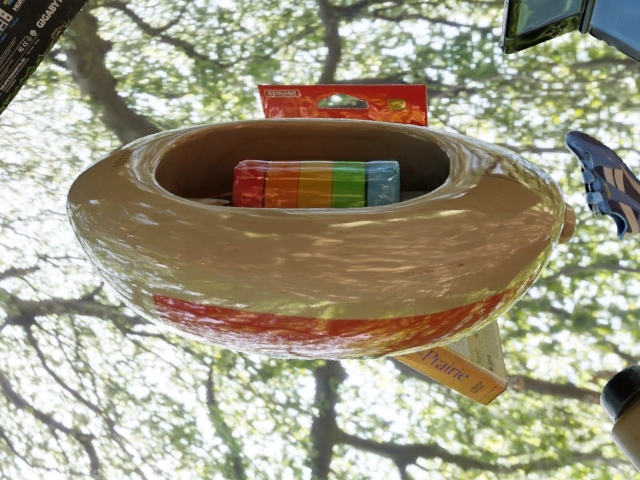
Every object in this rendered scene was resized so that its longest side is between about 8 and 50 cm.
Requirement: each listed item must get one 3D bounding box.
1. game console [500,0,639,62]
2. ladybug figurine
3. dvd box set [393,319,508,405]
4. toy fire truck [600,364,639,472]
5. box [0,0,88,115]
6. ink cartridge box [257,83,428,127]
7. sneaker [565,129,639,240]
[{"bbox_3d":[0.226,-0.190,0.775,0.124,0.144,0.085,-21,-114,-2],"label":"game console"},{"bbox_3d":[0.000,0.000,0.838,0.449,0.305,0.162,3,-62,7],"label":"ladybug figurine"},{"bbox_3d":[0.088,0.039,1.387,0.420,0.308,0.062,29,-58,-19],"label":"dvd box set"},{"bbox_3d":[0.405,0.168,0.802,0.217,0.158,0.246,-46,-54,9],"label":"toy fire truck"},{"bbox_3d":[-0.448,-0.270,1.023,0.293,0.073,0.295,35,-58,-23],"label":"box"},{"bbox_3d":[0.045,-0.154,1.624,0.261,0.296,0.066,78,-162,-50],"label":"ink cartridge box"},{"bbox_3d":[0.319,-0.062,1.039,0.059,0.053,0.144,-42,-90,5],"label":"sneaker"}]
